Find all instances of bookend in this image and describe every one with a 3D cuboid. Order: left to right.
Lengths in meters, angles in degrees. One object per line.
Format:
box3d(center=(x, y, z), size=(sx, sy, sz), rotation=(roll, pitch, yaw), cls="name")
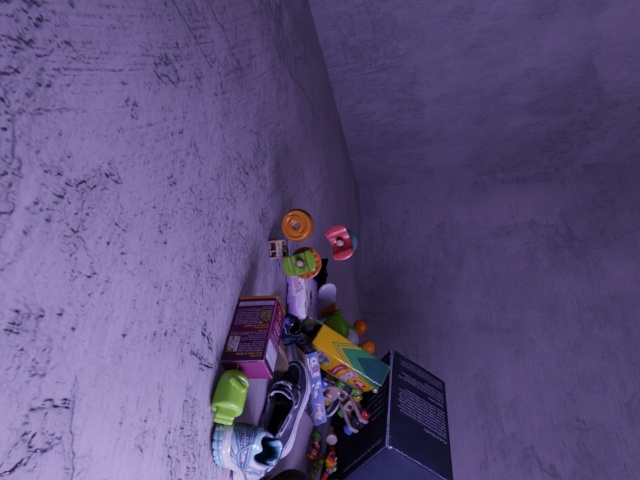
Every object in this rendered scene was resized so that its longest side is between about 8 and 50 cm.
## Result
box3d(center=(0.002, 0.185, 1.857), size=(0.156, 0.072, 0.158), rotation=(-71, 154, -63), cls="bookend")

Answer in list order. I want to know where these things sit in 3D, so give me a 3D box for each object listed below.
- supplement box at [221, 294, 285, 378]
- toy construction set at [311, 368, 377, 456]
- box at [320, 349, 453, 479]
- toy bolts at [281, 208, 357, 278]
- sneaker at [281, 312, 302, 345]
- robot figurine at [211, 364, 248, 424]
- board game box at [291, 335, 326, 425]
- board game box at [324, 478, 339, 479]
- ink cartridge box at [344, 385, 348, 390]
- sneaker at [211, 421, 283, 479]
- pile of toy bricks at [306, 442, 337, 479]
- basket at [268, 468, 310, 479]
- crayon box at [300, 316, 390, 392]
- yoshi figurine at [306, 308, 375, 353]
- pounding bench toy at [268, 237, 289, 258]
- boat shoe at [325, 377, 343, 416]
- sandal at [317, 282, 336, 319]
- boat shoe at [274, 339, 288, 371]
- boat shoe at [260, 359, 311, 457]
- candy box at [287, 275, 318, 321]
box3d(center=(-0.156, 0.230, 1.021), size=(0.188, 0.103, 0.081), rotation=(-82, 162, -46), cls="supplement box")
box3d(center=(0.058, 0.641, 1.675), size=(0.237, 0.257, 0.309), rotation=(-97, -159, -82), cls="toy construction set")
box3d(center=(0.255, 0.800, 1.705), size=(0.480, 0.297, 0.472), rotation=(-54, -175, 29), cls="box")
box3d(center=(0.000, 0.000, 1.332), size=(0.158, 0.228, 0.219), rotation=(-1, 78, -78), cls="toy bolts")
box3d(center=(-0.094, 0.282, 1.324), size=(0.232, 0.090, 0.082), rotation=(58, 29, -64), cls="sneaker")
box3d(center=(-0.191, 0.328, 0.903), size=(0.115, 0.066, 0.101), rotation=(-82, -170, -48), cls="robot figurine")
box3d(center=(-0.043, 0.461, 1.412), size=(0.165, 0.042, 0.244), rotation=(-164, -115, -67), cls="board game box")
box3d(center=(-0.015, 0.850, 1.285), size=(0.047, 0.159, 0.211), rotation=(117, -27, -70), cls="board game box")
box3d(center=(0.078, 0.646, 2.010), size=(0.208, 0.045, 0.207), rotation=(-42, 130, -42), cls="ink cartridge box")
box3d(center=(-0.138, 0.490, 0.952), size=(0.283, 0.122, 0.110), rotation=(70, 19, -50), cls="sneaker")
box3d(center=(-0.008, 0.821, 1.534), size=(0.105, 0.118, 0.212), rotation=(-54, 163, -30), cls="pile of toy bricks")
box3d(center=(-0.094, 0.667, 1.044), size=(0.227, 0.154, 0.205), rotation=(47, 39, -77), cls="basket")
box3d(center=(0.057, 0.401, 1.466), size=(0.081, 0.318, 0.202), rotation=(-57, 178, -29), cls="crayon box")
box3d(center=(0.103, 0.394, 1.754), size=(0.362, 0.203, 0.203), rotation=(16, 85, -50), cls="yoshi figurine")
box3d(center=(-0.129, 0.023, 1.359), size=(0.083, 0.052, 0.065), rotation=(-5, 90, -78), cls="pounding bench toy")
box3d(center=(0.048, 0.607, 1.846), size=(0.091, 0.114, 0.303), rotation=(47, 41, -28), cls="boat shoe")
box3d(center=(0.013, 0.236, 1.739), size=(0.265, 0.101, 0.076), rotation=(100, -28, -47), cls="sandal")
box3d(center=(-0.129, 0.308, 1.214), size=(0.060, 0.064, 0.178), rotation=(-78, 156, -52), cls="boat shoe")
box3d(center=(-0.103, 0.448, 1.202), size=(0.301, 0.108, 0.102), rotation=(-69, 152, -52), cls="boat shoe")
box3d(center=(-0.063, 0.213, 1.547), size=(0.196, 0.070, 0.165), rotation=(56, 31, -67), cls="candy box")
